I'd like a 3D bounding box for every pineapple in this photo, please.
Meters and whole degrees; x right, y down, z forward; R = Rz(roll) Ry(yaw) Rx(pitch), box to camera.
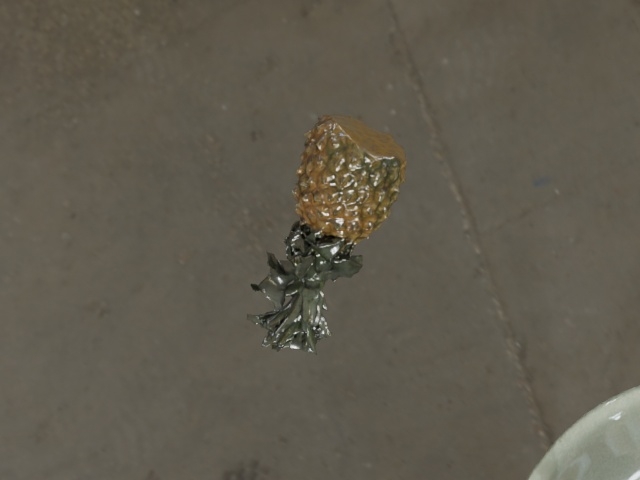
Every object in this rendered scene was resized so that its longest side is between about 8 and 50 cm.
[{"bbox_3d":[0.000,0.000,1.450,0.125,0.125,0.251,32,109,35],"label":"pineapple"}]

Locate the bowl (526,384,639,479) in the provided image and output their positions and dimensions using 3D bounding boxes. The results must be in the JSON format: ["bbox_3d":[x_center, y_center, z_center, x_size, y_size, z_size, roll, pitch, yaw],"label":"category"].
[{"bbox_3d":[0.387,0.355,1.328,0.435,0.196,0.435,2,103,10],"label":"bowl"}]
